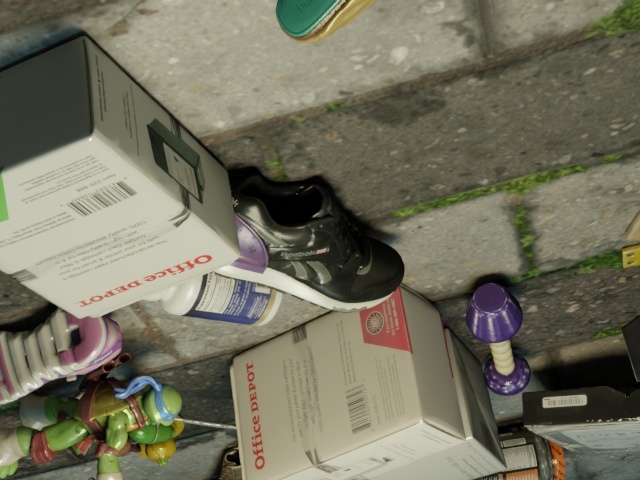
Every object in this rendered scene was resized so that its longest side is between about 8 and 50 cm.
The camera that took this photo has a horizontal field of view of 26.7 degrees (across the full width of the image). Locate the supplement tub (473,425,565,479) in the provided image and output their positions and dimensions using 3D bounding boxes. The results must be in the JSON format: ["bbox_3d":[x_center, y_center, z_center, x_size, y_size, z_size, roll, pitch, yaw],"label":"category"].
[{"bbox_3d":[0.306,0.375,2.268,0.191,0.117,0.117,-8,150,-5],"label":"supplement tub"}]

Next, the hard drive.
[{"bbox_3d":[0.474,0.285,2.125,0.237,0.064,0.339,-7,163,22],"label":"hard drive"}]

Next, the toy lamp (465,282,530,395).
[{"bbox_3d":[0.251,0.137,1.883,0.080,0.080,0.274,-15,151,7],"label":"toy lamp"}]

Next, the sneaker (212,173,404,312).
[{"bbox_3d":[0.000,0.000,1.546,0.283,0.107,0.124,12,137,-33],"label":"sneaker"}]

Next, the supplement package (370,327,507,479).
[{"bbox_3d":[0.095,0.275,1.968,0.293,0.175,0.177,-20,150,16],"label":"supplement package"}]

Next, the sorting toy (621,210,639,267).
[{"bbox_3d":[0.471,-0.023,1.709,0.132,0.046,0.274,-2,149,-14],"label":"sorting toy"}]

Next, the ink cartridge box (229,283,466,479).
[{"bbox_3d":[0.031,0.211,1.808,0.283,0.207,0.117,-26,145,26],"label":"ink cartridge box"}]

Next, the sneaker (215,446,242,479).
[{"bbox_3d":[-0.137,0.364,2.181,0.071,0.066,0.188,29,129,-25],"label":"sneaker"}]

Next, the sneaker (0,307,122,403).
[{"bbox_3d":[-0.347,0.147,1.706,0.236,0.095,0.104,-20,167,22],"label":"sneaker"}]

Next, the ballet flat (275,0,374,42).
[{"bbox_3d":[0.049,-0.256,1.170,0.232,0.080,0.073,-34,170,39],"label":"ballet flat"}]

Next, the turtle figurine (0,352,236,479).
[{"bbox_3d":[-0.284,0.284,1.809,0.266,0.197,0.274,-6,146,22],"label":"turtle figurine"}]

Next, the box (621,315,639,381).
[{"bbox_3d":[0.557,0.140,1.970,0.156,0.093,0.158,8,147,-29],"label":"box"}]

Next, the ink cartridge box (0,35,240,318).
[{"bbox_3d":[-0.241,-0.050,1.358,0.211,0.121,0.289,-20,149,16],"label":"ink cartridge box"}]

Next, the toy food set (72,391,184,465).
[{"bbox_3d":[-0.295,0.296,1.986,0.218,0.071,0.128,21,138,-42],"label":"toy food set"}]

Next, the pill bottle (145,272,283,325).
[{"bbox_3d":[-0.136,0.045,1.583,0.169,0.094,0.094,11,144,-31],"label":"pill bottle"}]
